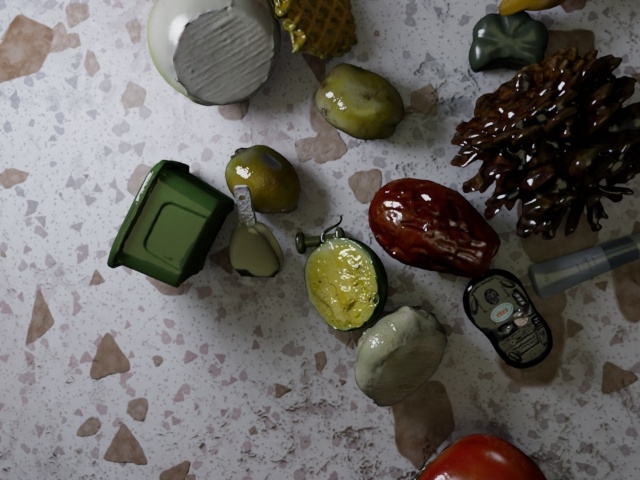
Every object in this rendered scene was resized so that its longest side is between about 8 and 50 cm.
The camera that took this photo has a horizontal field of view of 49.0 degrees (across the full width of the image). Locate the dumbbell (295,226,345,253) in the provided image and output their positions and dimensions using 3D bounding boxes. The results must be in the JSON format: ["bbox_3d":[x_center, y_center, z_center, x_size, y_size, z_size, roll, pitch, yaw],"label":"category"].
[{"bbox_3d":[0.000,0.000,1.641,0.118,0.046,0.052,-7,83,9],"label":"dumbbell"}]

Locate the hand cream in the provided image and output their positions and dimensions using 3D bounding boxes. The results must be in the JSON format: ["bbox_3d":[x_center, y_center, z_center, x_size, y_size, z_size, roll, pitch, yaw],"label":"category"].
[{"bbox_3d":[0.591,0.051,1.547,0.255,0.048,0.079,-22,81,11],"label":"hand cream"}]

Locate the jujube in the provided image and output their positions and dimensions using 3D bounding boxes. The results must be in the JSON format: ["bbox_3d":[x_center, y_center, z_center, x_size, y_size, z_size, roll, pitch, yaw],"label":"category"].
[{"bbox_3d":[0.242,-0.022,1.524,0.290,0.197,0.197,28,93,15],"label":"jujube"}]

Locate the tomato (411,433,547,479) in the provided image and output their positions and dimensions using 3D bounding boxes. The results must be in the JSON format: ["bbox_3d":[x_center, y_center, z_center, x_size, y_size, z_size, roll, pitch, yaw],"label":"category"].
[{"bbox_3d":[0.328,0.573,1.467,0.290,0.293,0.325,41,86,19],"label":"tomato"}]

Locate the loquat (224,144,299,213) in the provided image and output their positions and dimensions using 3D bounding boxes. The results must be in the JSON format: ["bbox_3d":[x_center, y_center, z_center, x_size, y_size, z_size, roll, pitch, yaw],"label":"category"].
[{"bbox_3d":[-0.129,-0.135,1.611,0.152,0.152,0.195,-44,90,6],"label":"loquat"}]

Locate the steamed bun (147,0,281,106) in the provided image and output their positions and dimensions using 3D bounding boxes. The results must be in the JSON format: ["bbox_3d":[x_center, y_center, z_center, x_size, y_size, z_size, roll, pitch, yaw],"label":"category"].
[{"bbox_3d":[-0.243,-0.471,1.585,0.309,0.309,0.309,0,89,9],"label":"steamed bun"}]

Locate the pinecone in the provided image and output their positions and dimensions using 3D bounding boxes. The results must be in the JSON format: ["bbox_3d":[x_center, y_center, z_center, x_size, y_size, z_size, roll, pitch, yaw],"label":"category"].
[{"bbox_3d":[0.464,-0.177,1.415,0.397,0.398,0.398,0,89,9],"label":"pinecone"}]

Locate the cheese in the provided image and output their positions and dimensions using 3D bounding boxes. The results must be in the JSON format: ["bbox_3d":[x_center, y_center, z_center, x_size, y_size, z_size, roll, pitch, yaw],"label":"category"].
[{"bbox_3d":[-0.158,-0.021,1.591,0.127,0.054,0.251,0,130,9],"label":"cheese"}]

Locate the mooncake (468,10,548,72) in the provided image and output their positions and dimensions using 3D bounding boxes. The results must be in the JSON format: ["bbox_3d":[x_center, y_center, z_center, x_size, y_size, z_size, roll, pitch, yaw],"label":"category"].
[{"bbox_3d":[0.414,-0.427,1.555,0.175,0.104,0.168,-27,91,11],"label":"mooncake"}]

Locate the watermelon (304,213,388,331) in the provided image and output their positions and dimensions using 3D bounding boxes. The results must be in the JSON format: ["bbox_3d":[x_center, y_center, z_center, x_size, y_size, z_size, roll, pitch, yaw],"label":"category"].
[{"bbox_3d":[0.069,0.089,1.580,0.204,0.127,0.232,-46,63,35],"label":"watermelon"}]

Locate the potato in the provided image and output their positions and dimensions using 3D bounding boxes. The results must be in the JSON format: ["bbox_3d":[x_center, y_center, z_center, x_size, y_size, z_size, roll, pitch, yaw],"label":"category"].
[{"bbox_3d":[0.090,-0.309,1.584,0.200,0.137,0.154,36,94,9],"label":"potato"}]

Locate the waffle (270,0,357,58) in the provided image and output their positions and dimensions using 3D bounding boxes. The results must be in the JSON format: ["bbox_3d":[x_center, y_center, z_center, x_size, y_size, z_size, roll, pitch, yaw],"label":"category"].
[{"bbox_3d":[-0.017,-0.525,1.571,0.052,0.254,0.245,-19,88,45],"label":"waffle"}]

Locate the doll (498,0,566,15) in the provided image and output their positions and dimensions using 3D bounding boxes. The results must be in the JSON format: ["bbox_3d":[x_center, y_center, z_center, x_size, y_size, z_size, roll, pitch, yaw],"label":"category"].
[{"bbox_3d":[0.501,-0.585,1.481,0.162,0.269,0.167,20,137,43],"label":"doll"}]

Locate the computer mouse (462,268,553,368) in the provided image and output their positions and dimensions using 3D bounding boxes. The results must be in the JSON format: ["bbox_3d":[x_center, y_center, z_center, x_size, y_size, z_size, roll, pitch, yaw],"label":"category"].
[{"bbox_3d":[0.410,0.170,1.550,0.137,0.096,0.233,-33,89,12],"label":"computer mouse"}]

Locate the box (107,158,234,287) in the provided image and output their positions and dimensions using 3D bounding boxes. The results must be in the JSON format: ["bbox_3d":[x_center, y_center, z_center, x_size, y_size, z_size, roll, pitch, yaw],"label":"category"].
[{"bbox_3d":[-0.316,-0.036,1.563,0.177,0.329,0.253,26,95,-4],"label":"box"}]

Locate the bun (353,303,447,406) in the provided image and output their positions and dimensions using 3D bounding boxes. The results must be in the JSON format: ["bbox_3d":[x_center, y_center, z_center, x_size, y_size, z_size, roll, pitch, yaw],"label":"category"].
[{"bbox_3d":[0.164,0.240,1.534,0.239,0.239,0.141,-51,55,5],"label":"bun"}]
